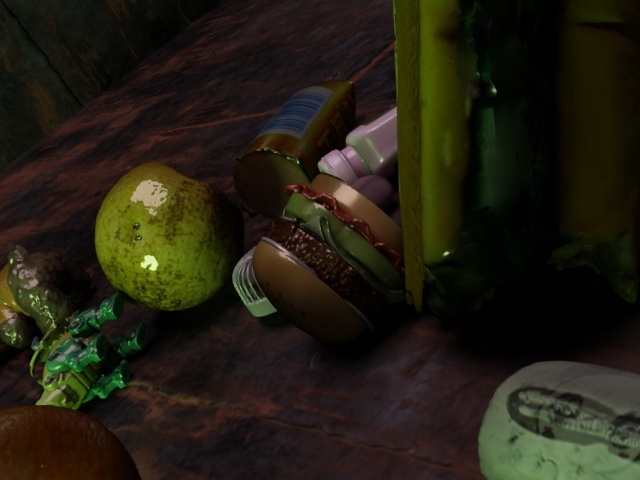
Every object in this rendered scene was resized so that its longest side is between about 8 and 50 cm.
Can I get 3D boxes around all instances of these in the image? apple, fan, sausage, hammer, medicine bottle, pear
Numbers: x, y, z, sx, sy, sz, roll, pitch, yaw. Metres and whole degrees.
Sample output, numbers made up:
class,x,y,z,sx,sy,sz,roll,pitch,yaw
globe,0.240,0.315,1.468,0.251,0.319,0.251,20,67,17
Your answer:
class,x,y,z,sx,sy,sz,roll,pitch,yaw
apple,-0.239,0.243,0.803,0.211,0.211,0.188,-32,24,1
fan,0.000,0.000,1.173,0.244,0.074,0.130,-40,12,-30
sausage,-0.017,-0.148,1.437,0.117,0.125,0.317,22,38,8
hammer,0.126,0.203,0.561,0.305,0.113,0.202,-48,24,-20
medicine bottle,0.102,-0.136,1.283,0.219,0.078,0.115,-34,0,-4
pear,-0.198,0.003,1.270,0.197,0.197,0.197,-27,23,13

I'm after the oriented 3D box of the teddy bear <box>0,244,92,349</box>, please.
class,x,y,z,sx,sy,sz,roll,pitch,yaw
teddy bear,-0.456,0.094,1.494,0.190,0.140,0.177,-34,24,18

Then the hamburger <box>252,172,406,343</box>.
class,x,y,z,sx,sy,sz,roll,pitch,yaw
hamburger,0.010,0.028,0.994,0.137,0.175,0.175,-51,26,-10

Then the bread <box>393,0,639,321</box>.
class,x,y,z,sx,sy,sz,roll,pitch,yaw
bread,0.164,-0.125,0.843,0.208,0.377,0.251,-6,3,-7

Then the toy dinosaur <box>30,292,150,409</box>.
class,x,y,z,sx,sy,sz,roll,pitch,yaw
toy dinosaur,-0.303,0.164,1.210,0.153,0.094,0.259,-26,31,16
